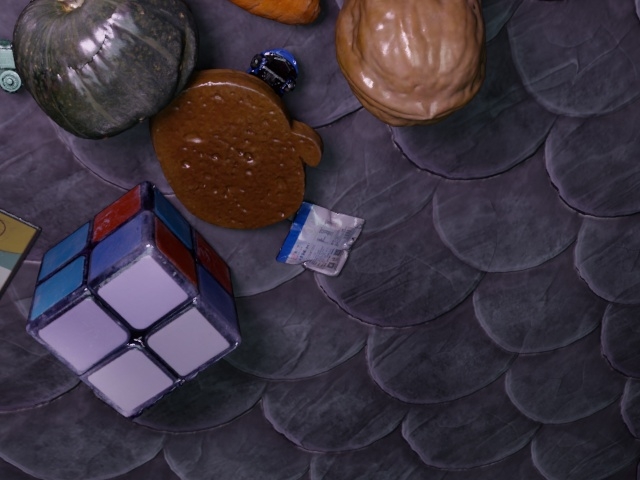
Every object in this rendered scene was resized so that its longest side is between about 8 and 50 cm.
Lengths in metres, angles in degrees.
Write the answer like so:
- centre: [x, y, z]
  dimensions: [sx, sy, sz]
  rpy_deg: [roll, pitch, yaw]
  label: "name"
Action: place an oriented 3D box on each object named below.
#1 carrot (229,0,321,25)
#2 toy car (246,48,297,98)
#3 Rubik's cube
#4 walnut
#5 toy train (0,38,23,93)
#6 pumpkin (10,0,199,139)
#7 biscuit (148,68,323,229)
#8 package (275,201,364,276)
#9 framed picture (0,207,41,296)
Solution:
- centre: [-0.088, -0.495, 1.364]
  dimensions: [0.225, 0.159, 0.159]
  rpy_deg: [22, 111, -34]
  label: "carrot"
- centre: [-0.133, -0.310, 1.488]
  dimensions: [0.103, 0.063, 0.216]
  rpy_deg: [32, 115, -26]
  label: "toy car"
- centre: [-0.387, 0.120, 1.521]
  dimensions: [0.316, 0.318, 0.313]
  rpy_deg: [-35, 120, 6]
  label: "Rubik's cube"
- centre: [0.173, -0.375, 1.358]
  dimensions: [0.306, 0.344, 0.306]
  rpy_deg: [-8, 154, -4]
  label: "walnut"
- centre: [-0.634, -0.335, 1.362]
  dimensions: [0.171, 0.070, 0.100]
  rpy_deg: [0, 111, -12]
  label: "toy train"
- centre: [-0.386, -0.353, 1.293]
  dimensions: [0.327, 0.291, 0.257]
  rpy_deg: [-42, 146, -2]
  label: "pumpkin"
- centre: [-0.168, -0.185, 1.501]
  dimensions: [0.350, 0.070, 0.394]
  rpy_deg: [-5, 134, 2]
  label: "biscuit"
- centre: [0.000, 0.000, 1.715]
  dimensions: [0.173, 0.027, 0.171]
  rpy_deg: [17, 116, -20]
  label: "package"
- centre: [-0.797, 0.043, 1.560]
  dimensions: [0.244, 0.013, 0.324]
  rpy_deg: [29, 107, -25]
  label: "framed picture"
